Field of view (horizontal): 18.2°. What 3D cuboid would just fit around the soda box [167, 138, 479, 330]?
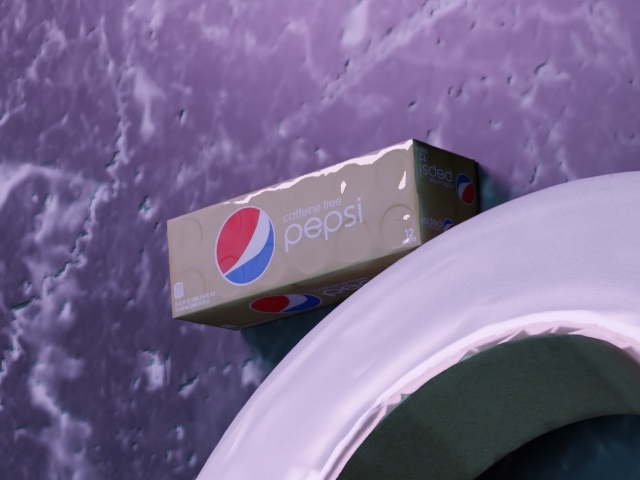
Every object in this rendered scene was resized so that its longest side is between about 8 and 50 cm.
[{"bbox_3d":[0.000,0.000,1.103,0.181,0.058,0.061,-17,69,37],"label":"soda box"}]

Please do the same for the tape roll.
[{"bbox_3d":[0.083,0.138,0.878,0.392,0.072,0.392,-30,34,23],"label":"tape roll"}]
